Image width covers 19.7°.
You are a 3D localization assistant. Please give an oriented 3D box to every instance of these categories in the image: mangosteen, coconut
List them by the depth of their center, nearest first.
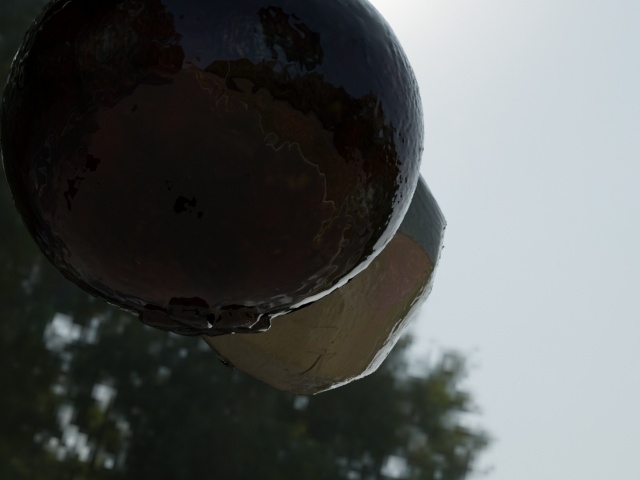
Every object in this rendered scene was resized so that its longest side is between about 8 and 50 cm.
[{"bbox_3d":[-0.070,-0.086,1.253,0.311,0.311,0.311,10,-29,6],"label":"mangosteen"},{"bbox_3d":[-0.002,-0.001,1.568,0.227,0.227,0.230,26,-70,-21],"label":"coconut"}]
